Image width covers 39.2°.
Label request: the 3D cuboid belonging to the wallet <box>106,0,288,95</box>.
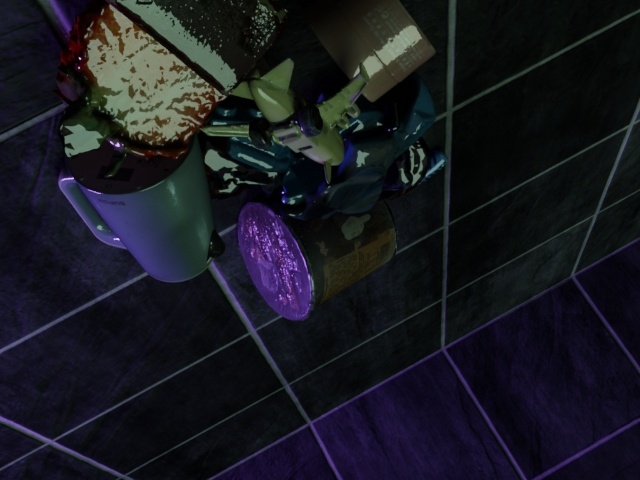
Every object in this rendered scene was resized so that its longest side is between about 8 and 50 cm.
[{"bbox_3d":[-0.138,-0.255,0.905,0.232,0.031,0.122,36,93,-37],"label":"wallet"}]

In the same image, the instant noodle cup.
[{"bbox_3d":[0.000,0.000,1.533,0.207,0.217,0.217,-24,157,-30],"label":"instant noodle cup"}]

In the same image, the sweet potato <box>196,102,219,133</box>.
[{"bbox_3d":[-0.138,-0.209,1.117,0.068,0.068,0.226,-4,143,-46],"label":"sweet potato"}]

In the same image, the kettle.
[{"bbox_3d":[-0.241,-0.055,1.171,0.210,0.160,0.243,5,147,10],"label":"kettle"}]

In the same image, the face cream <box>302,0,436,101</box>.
[{"bbox_3d":[0.061,-0.263,1.132,0.104,0.149,0.149,-37,156,12],"label":"face cream"}]

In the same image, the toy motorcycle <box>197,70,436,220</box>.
[{"bbox_3d":[0.004,-0.155,1.301,0.416,0.172,0.232,0,135,-28],"label":"toy motorcycle"}]

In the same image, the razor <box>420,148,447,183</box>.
[{"bbox_3d":[0.136,-0.086,1.712,0.253,0.042,0.082,-38,-162,15],"label":"razor"}]

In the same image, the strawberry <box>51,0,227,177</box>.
[{"bbox_3d":[-0.184,-0.206,0.988,0.286,0.106,0.188,-45,130,-4],"label":"strawberry"}]

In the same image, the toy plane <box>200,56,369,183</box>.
[{"bbox_3d":[-0.029,-0.148,1.118,0.229,0.092,0.244,-14,149,24],"label":"toy plane"}]
